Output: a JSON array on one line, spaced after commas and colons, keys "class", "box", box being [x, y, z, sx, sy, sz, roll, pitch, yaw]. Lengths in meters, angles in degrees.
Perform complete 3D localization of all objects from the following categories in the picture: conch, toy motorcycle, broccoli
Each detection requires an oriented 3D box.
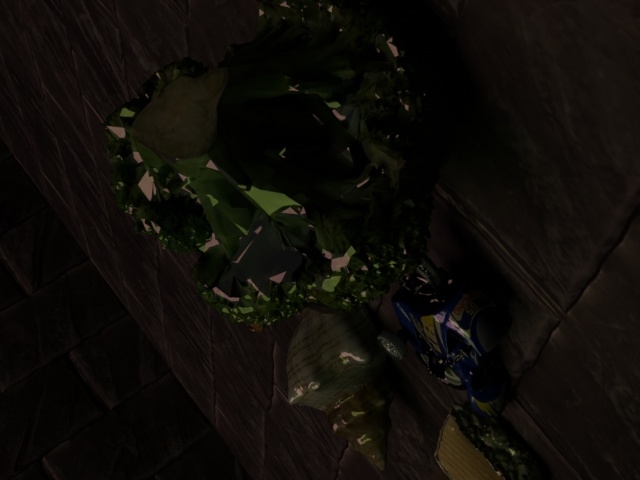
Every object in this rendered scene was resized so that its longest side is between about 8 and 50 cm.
[{"class": "conch", "box": [0.017, 0.184, 1.700, 0.203, 0.169, 0.386, -22, 103, 45]}, {"class": "toy motorcycle", "box": [0.163, 0.115, 1.318, 0.169, 0.113, 0.315, 31, 158, 34]}, {"class": "broccoli", "box": [-0.035, -0.094, 1.141, 0.413, 0.321, 0.310, 33, 156, 36]}]

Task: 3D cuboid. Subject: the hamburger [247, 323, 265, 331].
[{"class": "hamburger", "box": [-0.122, 0.080, 1.938, 0.177, 0.113, 0.185, 47, 158, 25]}]

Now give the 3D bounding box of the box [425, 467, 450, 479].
[{"class": "box", "box": [0.214, 0.465, 1.643, 0.095, 0.168, 0.212, 4, 124, 63]}]

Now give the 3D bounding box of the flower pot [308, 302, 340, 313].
[{"class": "flower pot", "box": [0.000, 0.000, 1.413, 0.148, 0.235, 0.235, 45, 167, -24]}]

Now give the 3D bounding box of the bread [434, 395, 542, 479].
[{"class": "bread", "box": [0.222, 0.290, 1.508, 0.172, 0.064, 0.232, 62, 159, -13]}]
